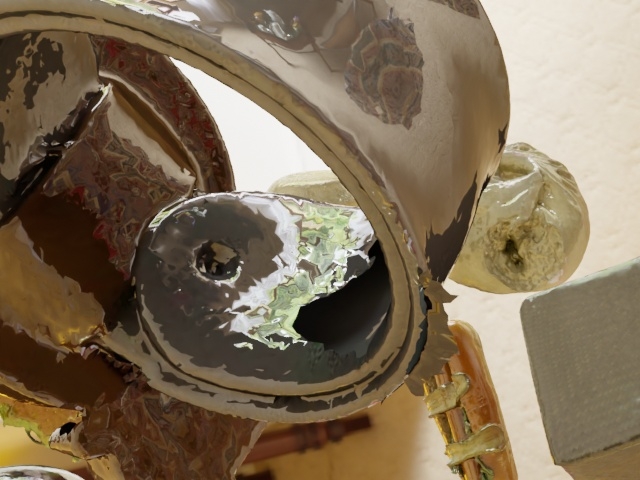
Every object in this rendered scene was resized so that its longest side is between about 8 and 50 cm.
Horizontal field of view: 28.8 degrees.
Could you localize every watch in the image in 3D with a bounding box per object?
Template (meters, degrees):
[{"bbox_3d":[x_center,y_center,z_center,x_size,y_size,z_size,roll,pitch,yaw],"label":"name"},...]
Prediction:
[{"bbox_3d":[-0.052,-0.029,0.679,0.327,0.314,0.335,-16,123,43],"label":"watch"}]

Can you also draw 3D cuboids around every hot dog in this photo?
[{"bbox_3d":[0.185,0.221,1.602,0.109,0.072,0.269,-43,57,52],"label":"hot dog"}]

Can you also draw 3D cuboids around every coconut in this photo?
[{"bbox_3d":[0.000,0.000,2.005,0.202,0.202,0.222,7,108,54],"label":"coconut"}]

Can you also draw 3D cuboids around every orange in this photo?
[{"bbox_3d":[-0.364,0.168,1.585,0.158,0.237,0.179,-58,10,1],"label":"orange"}]

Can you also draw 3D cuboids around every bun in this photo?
[{"bbox_3d":[0.199,-0.030,1.355,0.193,0.178,0.128,-111,13,-55],"label":"bun"}]

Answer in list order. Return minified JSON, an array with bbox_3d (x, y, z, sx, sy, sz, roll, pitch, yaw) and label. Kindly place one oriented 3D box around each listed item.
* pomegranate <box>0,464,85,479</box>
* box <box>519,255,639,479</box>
[{"bbox_3d":[-0.266,0.282,1.011,0.202,0.248,0.202,164,90,-84],"label":"pomegranate"},{"bbox_3d":[0.337,0.112,1.104,0.273,0.143,0.184,-23,51,18],"label":"box"}]
